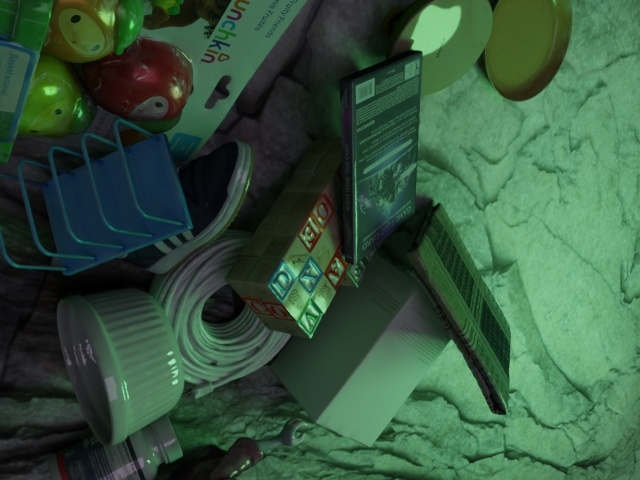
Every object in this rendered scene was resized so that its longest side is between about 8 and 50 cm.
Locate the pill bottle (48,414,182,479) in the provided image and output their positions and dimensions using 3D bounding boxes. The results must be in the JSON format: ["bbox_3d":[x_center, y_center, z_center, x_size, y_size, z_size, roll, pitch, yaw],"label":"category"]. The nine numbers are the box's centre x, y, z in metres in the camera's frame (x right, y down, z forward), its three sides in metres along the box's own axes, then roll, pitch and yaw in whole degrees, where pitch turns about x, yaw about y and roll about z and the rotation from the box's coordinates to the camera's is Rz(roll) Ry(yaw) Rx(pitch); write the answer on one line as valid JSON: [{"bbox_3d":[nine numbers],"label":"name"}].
[{"bbox_3d":[-0.319,0.347,0.857,0.180,0.108,0.108,-22,121,-24],"label":"pill bottle"}]

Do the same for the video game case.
[{"bbox_3d":[0.094,-0.125,0.811,0.196,0.026,0.275,-36,135,-44],"label":"video game case"}]

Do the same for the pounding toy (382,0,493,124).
[{"bbox_3d":[0.154,-0.322,0.883,0.182,0.110,0.237,7,134,-42],"label":"pounding toy"}]

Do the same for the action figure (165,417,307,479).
[{"bbox_3d":[-0.177,0.402,0.847,0.275,0.370,0.248,14,63,-22],"label":"action figure"}]

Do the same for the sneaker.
[{"bbox_3d":[-0.212,-0.050,0.683,0.153,0.099,0.282,23,139,-32],"label":"sneaker"}]

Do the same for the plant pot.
[{"bbox_3d":[0.390,-0.387,1.034,0.236,0.032,0.237,-14,118,-27],"label":"plant pot"}]

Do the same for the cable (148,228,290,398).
[{"bbox_3d":[-0.148,0.108,0.873,0.256,0.089,0.257,-12,116,-29],"label":"cable"}]

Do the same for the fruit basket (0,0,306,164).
[{"bbox_3d":[-0.238,-0.183,0.566,0.352,0.166,0.327,11,146,-35],"label":"fruit basket"}]

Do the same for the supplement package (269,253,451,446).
[{"bbox_3d":[0.084,0.194,1.006,0.293,0.175,0.177,-52,130,-2],"label":"supplement package"}]

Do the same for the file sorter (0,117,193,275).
[{"bbox_3d":[-0.251,-0.045,0.592,0.170,0.104,0.118,-20,82,11],"label":"file sorter"}]

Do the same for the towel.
[{"bbox_3d":[0.251,0.105,0.980,0.056,0.312,0.325,-27,97,26],"label":"towel"}]

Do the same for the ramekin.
[{"bbox_3d":[-0.274,0.163,0.748,0.108,0.207,0.207,-18,120,-37],"label":"ramekin"}]

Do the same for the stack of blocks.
[{"bbox_3d":[0.000,0.000,0.843,0.171,0.087,0.297,56,51,-36],"label":"stack of blocks"}]
